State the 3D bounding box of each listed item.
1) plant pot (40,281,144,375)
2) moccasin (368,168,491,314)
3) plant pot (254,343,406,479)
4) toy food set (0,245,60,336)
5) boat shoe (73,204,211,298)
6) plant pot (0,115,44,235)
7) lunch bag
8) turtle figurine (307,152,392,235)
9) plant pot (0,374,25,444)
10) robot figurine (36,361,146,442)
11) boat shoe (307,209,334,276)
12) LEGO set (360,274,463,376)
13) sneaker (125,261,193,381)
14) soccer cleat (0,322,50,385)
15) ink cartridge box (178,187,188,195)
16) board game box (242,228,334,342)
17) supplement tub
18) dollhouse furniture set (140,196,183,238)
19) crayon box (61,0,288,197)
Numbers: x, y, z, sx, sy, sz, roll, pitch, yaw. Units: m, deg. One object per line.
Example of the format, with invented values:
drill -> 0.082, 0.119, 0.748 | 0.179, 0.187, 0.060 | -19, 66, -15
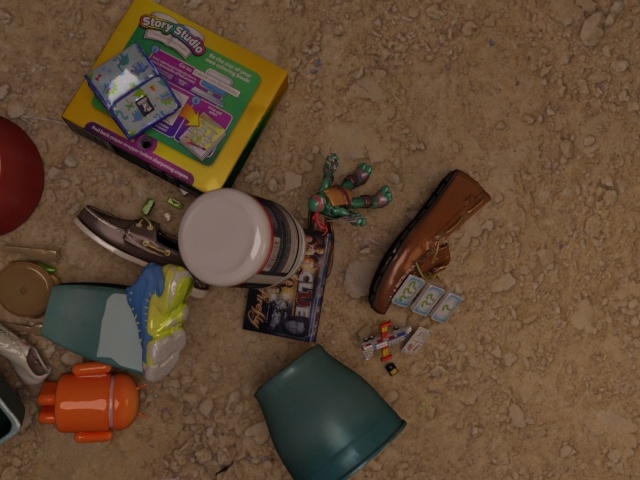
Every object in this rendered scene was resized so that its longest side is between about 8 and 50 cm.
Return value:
plant pot -> -0.448, 0.167, 1.630 | 0.234, 0.166, 0.165 | 14, 88, -7
moccasin -> 0.248, 0.019, 1.774 | 0.147, 0.139, 0.380 | 39, 74, 1
plant pot -> 0.000, 0.376, 1.671 | 0.272, 0.271, 0.255 | -38, 82, -8
toy food set -> -0.625, 0.104, 1.663 | 0.132, 0.038, 0.192 | 8, 100, -5
boat shoe -> -0.362, 0.006, 1.657 | 0.324, 0.116, 0.096 | 31, 100, -13
plant pot -> -0.708, -0.139, 1.538 | 0.275, 0.243, 0.275 | 0, 91, -9
lunch bag -> -0.369, -0.291, 1.535 | 0.129, 0.096, 0.151 | -36, 94, -10
turtle figurine -> 0.046, -0.101, 1.690 | 0.234, 0.118, 0.175 | -19, 82, -48
plant pot -> -0.737, 0.319, 1.530 | 0.248, 0.252, 0.247 | -36, 96, -8
robot figurine -> -0.479, 0.342, 1.642 | 0.219, 0.128, 0.158 | 0, 69, -9
boat shoe -> 0.000, 0.000, 1.757 | 0.064, 0.060, 0.178 | -1, 91, -10
LEGO set -> 0.200, 0.206, 1.745 | 0.182, 0.060, 0.244 | 23, 109, -38
sneaker -> -0.327, 0.152, 1.533 | 0.126, 0.091, 0.240 | 22, 100, 28
soccer cleat -> -0.644, 0.222, 1.625 | 0.076, 0.068, 0.196 | -28, 110, 31
ink cartridge box -> -0.295, -0.171, 1.707 | 0.088, 0.052, 0.122 | -31, 95, -9
board game box -> -0.072, 0.091, 1.720 | 0.165, 0.042, 0.243 | 9, 89, 17
supplement tub -> -0.150, 0.002, 1.585 | 0.191, 0.272, 0.191 | -2, 85, 18
dollhouse furniture set -> -0.314, -0.046, 1.702 | 0.152, 0.058, 0.076 | 28, 86, -9
crayon box -> -0.298, -0.293, 1.637 | 0.363, 0.106, 0.313 | 28, 79, 2
